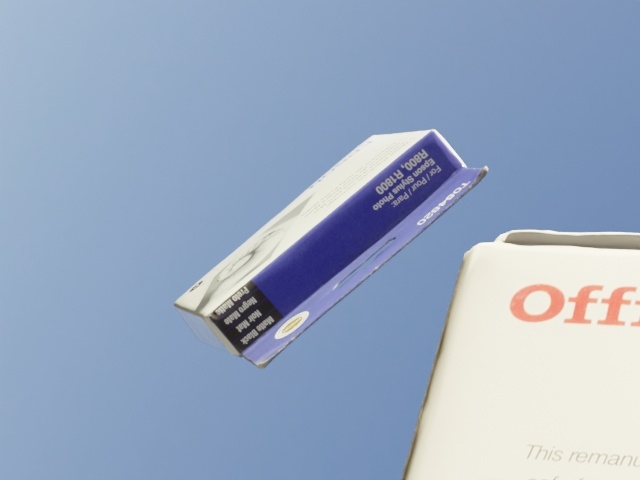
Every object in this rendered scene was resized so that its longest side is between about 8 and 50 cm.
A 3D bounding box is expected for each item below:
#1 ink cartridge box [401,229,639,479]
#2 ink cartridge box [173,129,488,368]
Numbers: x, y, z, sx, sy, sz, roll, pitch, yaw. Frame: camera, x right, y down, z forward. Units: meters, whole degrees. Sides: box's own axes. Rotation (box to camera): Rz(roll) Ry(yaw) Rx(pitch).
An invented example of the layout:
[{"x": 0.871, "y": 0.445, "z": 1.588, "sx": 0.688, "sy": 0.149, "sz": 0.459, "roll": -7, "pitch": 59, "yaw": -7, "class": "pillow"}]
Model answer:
[{"x": 0.125, "y": 0.144, "z": 0.585, "sx": 0.207, "sy": 0.117, "sz": 0.283, "roll": 2, "pitch": -128, "yaw": 21, "class": "ink cartridge box"}, {"x": 0.000, "y": 0.000, "z": 1.408, "sx": 0.223, "sy": 0.045, "sz": 0.224, "roll": -40, "pitch": -169, "yaw": -10, "class": "ink cartridge box"}]
